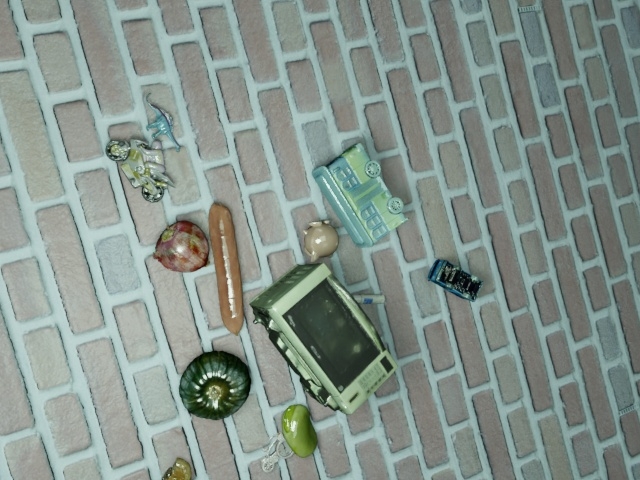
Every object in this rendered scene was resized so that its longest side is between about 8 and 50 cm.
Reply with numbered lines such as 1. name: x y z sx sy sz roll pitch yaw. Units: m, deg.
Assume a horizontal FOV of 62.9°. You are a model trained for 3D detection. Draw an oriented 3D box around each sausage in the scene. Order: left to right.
1. sausage: -0.294 0.092 1.652 0.088 0.088 0.432 -9 91 -17

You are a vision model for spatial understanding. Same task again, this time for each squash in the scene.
1. squash: -0.320 0.441 1.590 0.218 0.172 0.218 -5 121 -9

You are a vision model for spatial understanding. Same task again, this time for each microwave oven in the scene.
1. microwave oven: -0.008 0.296 1.605 0.247 0.333 0.394 -38 98 -18

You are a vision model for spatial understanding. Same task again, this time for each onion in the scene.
1. onion: -0.404 0.032 1.600 0.195 0.160 0.159 43 75 -42

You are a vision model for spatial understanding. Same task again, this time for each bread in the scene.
1. bread: -0.441 0.728 1.603 0.082 0.060 0.113 44 79 -11

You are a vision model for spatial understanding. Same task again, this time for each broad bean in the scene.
1. broad bean: -0.066 0.615 1.696 0.124 0.082 0.174 -19 87 -56

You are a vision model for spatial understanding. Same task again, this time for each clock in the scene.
1. clock: -0.147 0.690 1.704 0.129 0.041 0.087 -39 103 -19

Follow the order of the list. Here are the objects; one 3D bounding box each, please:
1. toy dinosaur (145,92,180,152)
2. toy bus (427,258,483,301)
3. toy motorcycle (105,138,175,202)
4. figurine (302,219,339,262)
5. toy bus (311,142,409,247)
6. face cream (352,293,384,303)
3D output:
1. toy dinosaur: -0.497 -0.360 1.626 0.080 0.045 0.197 -33 105 -28
2. toy bus: 0.478 0.141 1.875 0.185 0.106 0.090 29 84 -20
3. toy motorcycle: -0.532 -0.235 1.597 0.152 0.073 0.225 -42 99 -16
4. figurine: 0.000 0.000 1.733 0.125 0.125 0.137 -4 102 -17
5. toy bus: 0.130 -0.148 1.754 0.190 0.152 0.312 -35 99 -15
6. face cream: 0.157 0.202 1.813 0.130 0.034 0.034 3 88 -17
